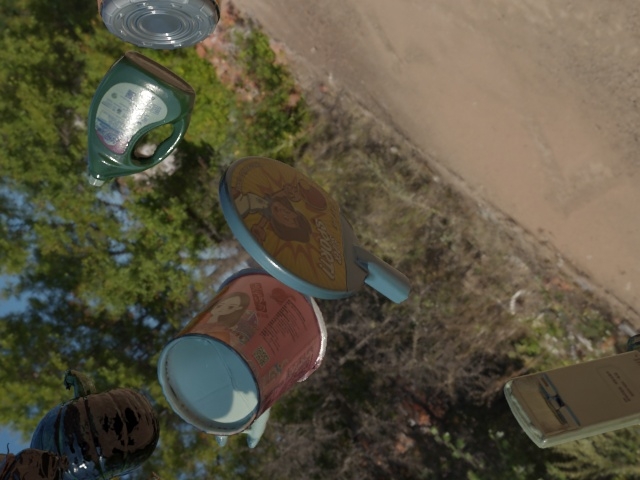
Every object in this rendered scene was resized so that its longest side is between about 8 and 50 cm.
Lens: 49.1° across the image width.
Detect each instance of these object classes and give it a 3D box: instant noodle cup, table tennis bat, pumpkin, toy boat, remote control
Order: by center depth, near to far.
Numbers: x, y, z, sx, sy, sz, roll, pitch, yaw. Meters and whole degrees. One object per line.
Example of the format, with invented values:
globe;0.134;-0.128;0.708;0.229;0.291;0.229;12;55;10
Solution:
instant noodle cup;-0.175;-0.290;0.767;0.208;0.178;0.125;19;-117;-62
table tennis bat;0.000;0.000;0.953;0.329;0.044;0.215;31;-145;-30
remote control;0.436;0.255;1.133;0.038;0.286;0.123;103;150;-42
instant noodle cup;-0.139;0.200;1.225;0.243;0.243;0.231;49;-150;-1
pumpkin;-0.450;0.361;1.376;0.248;0.248;0.248;49;176;5
toy boat;-0.177;0.386;1.634;0.134;0.207;0.079;12;-178;-17

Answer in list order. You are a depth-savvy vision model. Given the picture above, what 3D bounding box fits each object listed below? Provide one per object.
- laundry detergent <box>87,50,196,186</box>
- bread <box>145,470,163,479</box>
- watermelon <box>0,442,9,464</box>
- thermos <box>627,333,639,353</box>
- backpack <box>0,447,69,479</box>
laundry detergent;-0.278;-0.160;1.030;0.137;0.210;0.063;27;-155;-18
bread;-0.255;0.477;1.262;0.153;0.028;0.068;48;161;-10
watermelon;-0.692;0.503;1.514;0.105;0.133;0.105;19;176;1
thermos;0.624;0.268;1.353;0.083;0.187;0.073;34;135;-5
backpack;-0.439;0.384;1.008;0.106;0.165;0.120;27;137;-12
